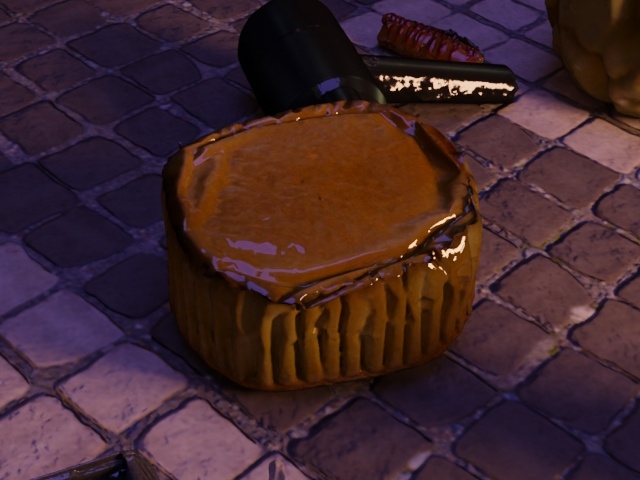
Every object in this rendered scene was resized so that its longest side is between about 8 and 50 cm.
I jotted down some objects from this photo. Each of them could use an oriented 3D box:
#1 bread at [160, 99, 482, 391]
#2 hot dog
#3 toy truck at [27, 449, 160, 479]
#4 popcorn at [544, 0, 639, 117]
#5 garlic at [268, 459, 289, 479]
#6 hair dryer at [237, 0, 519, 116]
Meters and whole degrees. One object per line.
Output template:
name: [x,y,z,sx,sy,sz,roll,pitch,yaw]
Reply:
bread: [0.000,0.000,0.871,0.254,0.142,0.227,-11,43,-19]
hot dog: [0.125,-0.225,1.251,0.144,0.038,0.062,31,46,29]
toy truck: [-0.179,0.195,0.652,0.192,0.092,0.083,-14,43,-21]
popcorn: [0.414,-0.270,1.201,0.334,0.293,0.292,-36,90,-5]
garlic: [0.000,0.209,0.656,0.175,0.099,0.124,2,53,-5]
hair dryer: [0.089,-0.139,1.102,0.303,0.116,0.244,-3,41,-21]
